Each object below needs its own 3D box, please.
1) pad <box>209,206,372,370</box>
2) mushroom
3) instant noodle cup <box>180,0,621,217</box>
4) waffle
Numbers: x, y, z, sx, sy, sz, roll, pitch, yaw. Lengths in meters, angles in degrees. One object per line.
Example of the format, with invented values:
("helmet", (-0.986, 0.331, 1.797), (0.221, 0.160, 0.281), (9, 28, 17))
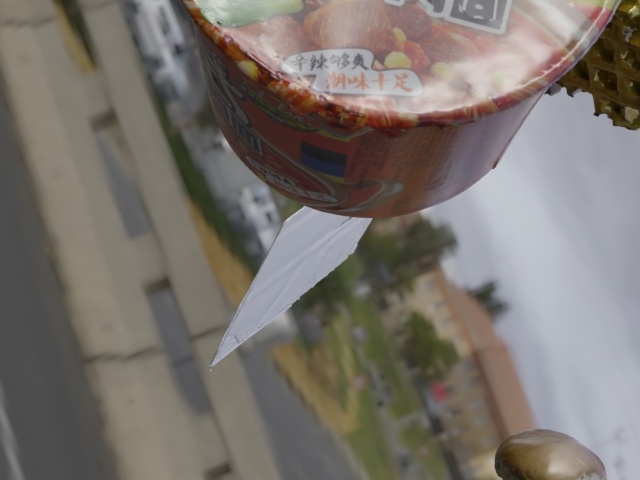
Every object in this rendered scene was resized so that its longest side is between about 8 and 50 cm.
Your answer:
("pad", (0.000, 0.000, 1.453), (0.004, 0.156, 0.232), (36, 35, 12))
("mushroom", (0.147, 0.222, 1.257), (0.084, 0.071, 0.209), (-137, -138, -61))
("instant noodle cup", (0.035, -0.135, 1.074), (0.192, 0.250, 0.250), (98, -28, -67))
("waffle", (0.301, -0.239, 2.214), (0.291, 0.051, 0.291), (37, -35, 31))
